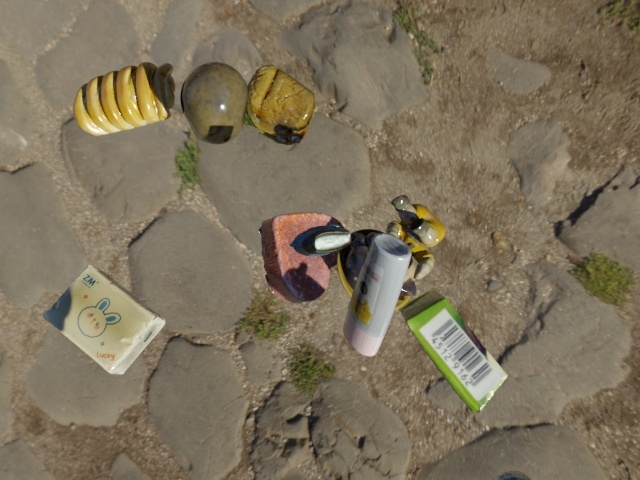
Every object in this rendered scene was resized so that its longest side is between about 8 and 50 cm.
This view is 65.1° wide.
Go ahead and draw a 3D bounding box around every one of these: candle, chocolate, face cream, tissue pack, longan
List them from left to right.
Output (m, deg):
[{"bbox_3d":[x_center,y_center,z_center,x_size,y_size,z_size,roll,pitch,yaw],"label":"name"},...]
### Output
[{"bbox_3d":[-0.457,0.167,1.065,0.196,0.092,0.148,35,73,9],"label":"tissue pack"},{"bbox_3d":[-0.247,-0.321,1.178,0.167,0.167,0.188,-1,111,15],"label":"longan"},{"bbox_3d":[-0.057,0.021,1.589,0.287,0.131,0.317,46,58,-18],"label":"candle"},{"bbox_3d":[0.085,0.087,0.790,0.084,0.057,0.199,49,135,43],"label":"face cream"},{"bbox_3d":[0.363,0.287,1.407,0.137,0.289,0.301,-37,86,4],"label":"chocolate"}]

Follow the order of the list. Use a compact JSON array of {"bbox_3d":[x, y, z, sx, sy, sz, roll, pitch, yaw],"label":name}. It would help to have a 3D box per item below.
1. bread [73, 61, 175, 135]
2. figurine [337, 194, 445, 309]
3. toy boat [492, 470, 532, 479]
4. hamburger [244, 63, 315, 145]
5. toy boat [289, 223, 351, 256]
[{"bbox_3d":[-0.550,-0.390,1.386,0.310,0.121,0.173,-10,74,17],"label":"bread"},{"bbox_3d":[0.153,0.035,1.074,0.257,0.167,0.192,-43,78,27],"label":"figurine"},{"bbox_3d":[0.463,0.560,1.025,0.123,0.330,0.215,-45,46,5],"label":"toy boat"},{"bbox_3d":[-0.105,-0.368,1.365,0.206,0.130,0.183,28,78,-23],"label":"hamburger"},{"bbox_3d":[0.000,0.000,0.998,0.060,0.137,0.060,6,105,46],"label":"toy boat"}]
